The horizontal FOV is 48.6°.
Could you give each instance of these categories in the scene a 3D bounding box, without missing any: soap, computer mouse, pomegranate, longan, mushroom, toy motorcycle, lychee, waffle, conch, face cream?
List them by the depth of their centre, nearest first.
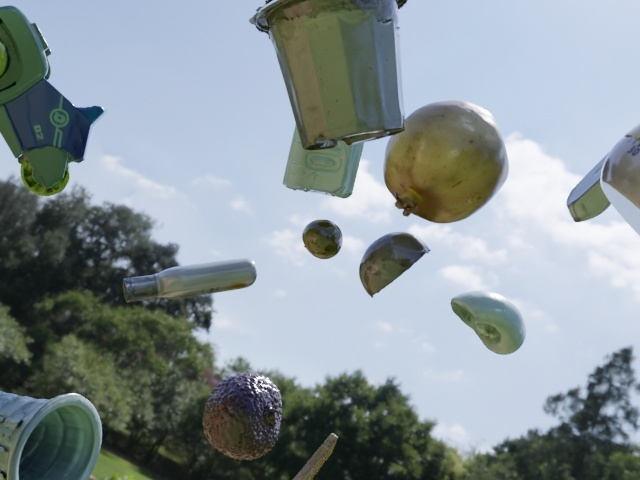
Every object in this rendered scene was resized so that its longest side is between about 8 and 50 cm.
[{"bbox_3d":[0.000,0.000,1.265,0.075,0.075,0.083,36,-40,-23],"label":"longan"},{"bbox_3d":[-0.518,-0.257,1.301,0.327,0.199,0.191,64,-12,-18],"label":"toy motorcycle"},{"bbox_3d":[-0.016,0.436,1.353,0.021,0.135,0.092,35,-38,16],"label":"waffle"},{"bbox_3d":[0.017,-0.223,1.553,0.150,0.262,0.094,11,-4,23],"label":"soap"},{"bbox_3d":[-0.293,0.091,1.595,0.291,0.071,0.144,-7,-10,-24],"label":"face cream"},{"bbox_3d":[0.647,-0.132,1.600,0.079,0.128,0.231,33,-55,-1],"label":"computer mouse"},{"bbox_3d":[0.290,-0.179,1.702,0.319,0.319,0.319,24,-19,9],"label":"pomegranate"},{"bbox_3d":[0.171,0.044,1.733,0.117,0.188,0.141,57,-10,-9],"label":"mushroom"},{"bbox_3d":[0.429,0.199,1.814,0.184,0.121,0.221,-7,-46,45],"label":"conch"},{"bbox_3d":[-0.232,0.518,2.097,0.260,0.261,0.261,24,-19,9],"label":"lychee"}]

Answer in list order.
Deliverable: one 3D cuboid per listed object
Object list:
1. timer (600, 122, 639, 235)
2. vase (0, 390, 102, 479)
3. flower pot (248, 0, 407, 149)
[{"bbox_3d":[0.562,-0.097,0.974,0.285,0.285,0.285,24,-19,9],"label":"timer"},{"bbox_3d":[-0.444,0.237,0.913,0.298,0.143,0.143,8,-25,26],"label":"vase"},{"bbox_3d":[0.040,-0.303,1.258,0.290,0.259,0.290,-12,2,1],"label":"flower pot"}]
